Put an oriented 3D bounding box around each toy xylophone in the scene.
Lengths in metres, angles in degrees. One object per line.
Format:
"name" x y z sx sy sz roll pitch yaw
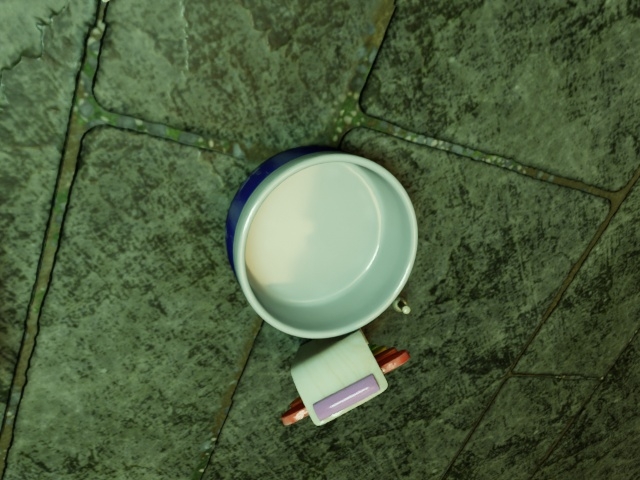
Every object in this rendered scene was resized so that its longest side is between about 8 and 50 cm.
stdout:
"toy xylophone" 0.052 0.180 0.932 0.236 0.322 0.081 -29 88 8

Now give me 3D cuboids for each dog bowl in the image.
"dog bowl" 0.000 0.000 0.843 0.264 0.104 0.265 -6 109 -18
